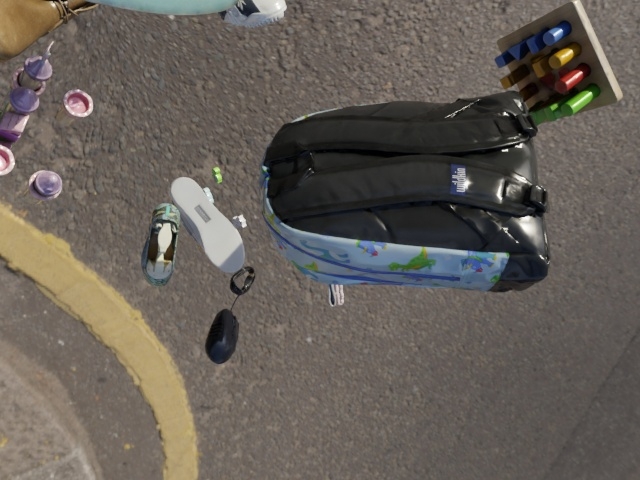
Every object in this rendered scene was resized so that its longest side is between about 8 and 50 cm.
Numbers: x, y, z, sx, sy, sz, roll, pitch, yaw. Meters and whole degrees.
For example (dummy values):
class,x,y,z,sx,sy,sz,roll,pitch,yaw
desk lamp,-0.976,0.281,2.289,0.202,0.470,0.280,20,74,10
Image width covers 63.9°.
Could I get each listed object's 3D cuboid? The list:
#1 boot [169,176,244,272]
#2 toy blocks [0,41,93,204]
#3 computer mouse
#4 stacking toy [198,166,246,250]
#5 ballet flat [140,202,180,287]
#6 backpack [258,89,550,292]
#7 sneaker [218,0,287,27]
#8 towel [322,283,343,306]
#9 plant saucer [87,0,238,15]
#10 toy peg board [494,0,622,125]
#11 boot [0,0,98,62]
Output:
class,x,y,z,sx,sy,sz,roll,pitch,yaw
boot,-0.274,-0.031,1.247,0.095,0.123,0.258,-32,90,-18
toy blocks,-0.667,-0.261,1.083,0.308,0.260,0.289,25,67,-35
computer mouse,-0.171,0.143,1.043,0.041,0.242,0.071,-17,129,30
stacking toy,-0.338,-0.100,1.583,0.167,0.052,0.221,-33,109,-38
ballet flat,-0.310,0.022,0.989,0.070,0.070,0.189,1,118,-24
backpack,0.091,-0.060,0.722,0.355,0.290,0.273,3,156,-9
sneaker,-0.150,-0.458,0.837,0.094,0.235,0.153,-33,149,-19
towel,0.000,0.000,1.653,0.053,0.317,0.332,-12,120,-9
plant saucer,-0.207,-0.285,0.409,0.317,0.318,0.044,9,132,-27
toy peg board,0.345,-0.255,0.799,0.079,0.161,0.161,-36,102,-17
boot,-0.442,-0.385,0.821,0.115,0.305,0.112,4,138,2
